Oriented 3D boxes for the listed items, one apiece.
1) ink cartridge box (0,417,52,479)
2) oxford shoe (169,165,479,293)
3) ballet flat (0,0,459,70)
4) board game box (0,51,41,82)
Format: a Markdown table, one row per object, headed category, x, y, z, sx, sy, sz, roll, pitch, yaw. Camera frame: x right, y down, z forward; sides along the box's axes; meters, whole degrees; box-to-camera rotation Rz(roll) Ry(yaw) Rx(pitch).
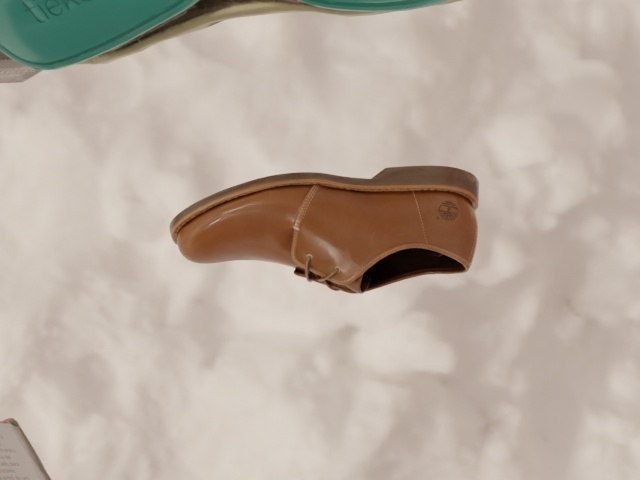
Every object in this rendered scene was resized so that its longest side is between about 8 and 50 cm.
| category | x | y | z | sx | sy | sz | roll | pitch | yaw |
| --- | --- | --- | --- | --- | --- | --- | --- | --- | --- |
| ink cartridge box | -0.266 | 0.199 | 0.625 | 0.272 | 0.130 | 0.309 | -50 | 149 | 20 |
| oxford shoe | 0.000 | 0.000 | 1.145 | 0.076 | 0.212 | 0.076 | 59 | 29 | -63 |
| ballet flat | -0.016 | -0.109 | 0.517 | 0.086 | 0.248 | 0.086 | 3 | 85 | -48 |
| board game box | -0.169 | -0.116 | 0.646 | 0.126 | 0.026 | 0.186 | 61 | 15 | 0 |
